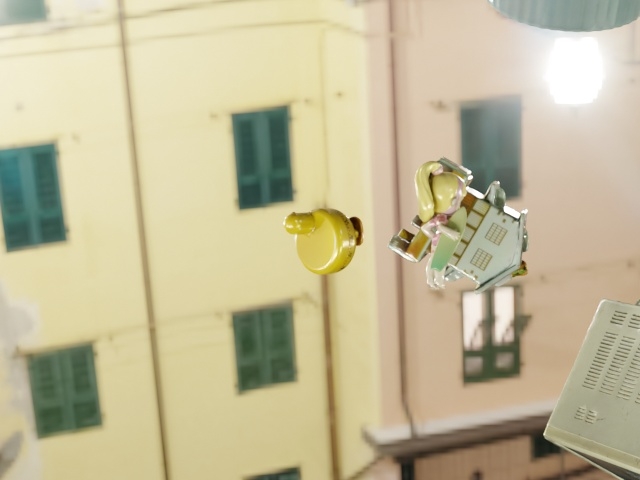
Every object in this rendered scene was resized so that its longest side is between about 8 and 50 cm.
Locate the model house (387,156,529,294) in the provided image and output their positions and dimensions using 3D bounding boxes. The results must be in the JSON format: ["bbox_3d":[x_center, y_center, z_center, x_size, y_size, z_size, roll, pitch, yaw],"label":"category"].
[{"bbox_3d":[0.257,-0.018,2.440,0.215,0.198,0.224,29,-174,5],"label":"model house"}]

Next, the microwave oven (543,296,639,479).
[{"bbox_3d":[0.367,0.162,1.355,0.145,0.194,0.240,32,171,-26],"label":"microwave oven"}]

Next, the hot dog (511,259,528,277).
[{"bbox_3d":[0.333,0.058,2.581,0.122,0.037,0.049,-4,-164,43],"label":"hot dog"}]

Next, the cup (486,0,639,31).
[{"bbox_3d":[0.384,-0.489,1.974,0.331,0.311,0.257,-25,-138,-36],"label":"cup"}]

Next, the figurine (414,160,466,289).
[{"bbox_3d":[0.172,-0.022,2.046,0.083,0.187,0.083,6,176,0],"label":"figurine"}]

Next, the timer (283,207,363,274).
[{"bbox_3d":[0.000,0.000,2.173,0.109,0.107,0.107,-3,-165,-44],"label":"timer"}]
